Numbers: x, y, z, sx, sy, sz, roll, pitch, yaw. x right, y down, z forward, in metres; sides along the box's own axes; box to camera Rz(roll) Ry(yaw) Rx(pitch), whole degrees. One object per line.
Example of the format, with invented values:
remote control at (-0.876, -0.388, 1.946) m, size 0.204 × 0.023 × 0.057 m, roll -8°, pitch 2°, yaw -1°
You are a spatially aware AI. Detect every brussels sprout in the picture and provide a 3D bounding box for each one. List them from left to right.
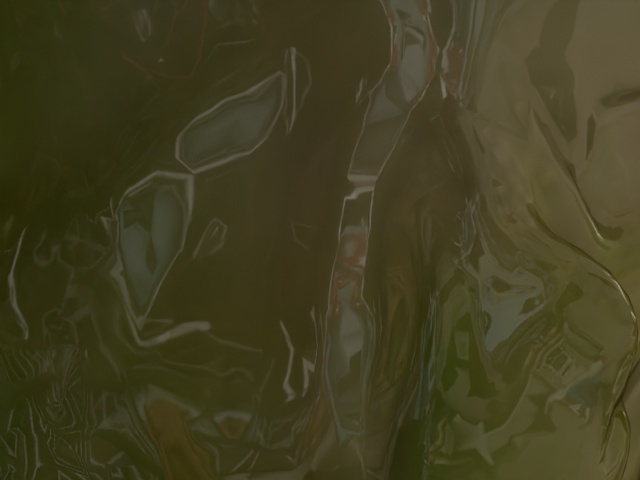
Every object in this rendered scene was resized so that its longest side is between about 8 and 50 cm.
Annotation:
brussels sprout at (0.000, 0.000, 0.506) m, size 0.268 × 0.344 × 0.344 m, roll 9°, pitch -132°, yaw -48°
